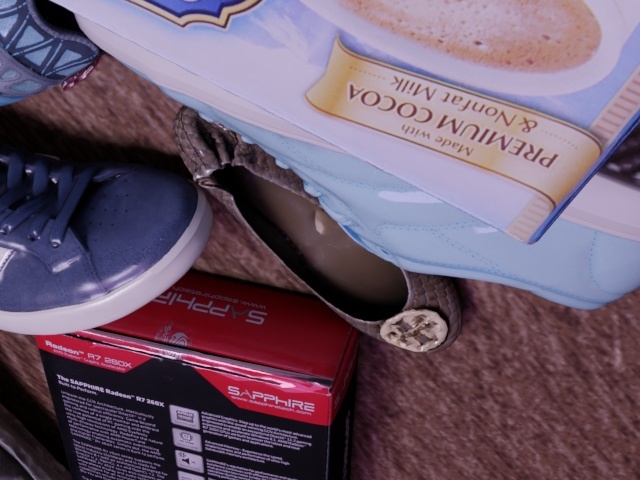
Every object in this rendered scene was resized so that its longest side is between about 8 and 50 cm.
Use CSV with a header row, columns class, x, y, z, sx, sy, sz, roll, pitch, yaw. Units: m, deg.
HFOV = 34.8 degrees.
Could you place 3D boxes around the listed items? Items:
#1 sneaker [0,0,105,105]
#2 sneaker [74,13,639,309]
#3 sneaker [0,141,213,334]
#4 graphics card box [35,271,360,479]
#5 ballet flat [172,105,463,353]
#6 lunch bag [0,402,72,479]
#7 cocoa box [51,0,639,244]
class,x,y,z,sx,sy,sz,roll,pitch,yaw
sneaker,-0.191,-0.198,0.560,0.125,0.104,0.262,-10,133,7
sneaker,0.026,-0.048,0.568,0.366,0.135,0.150,23,132,1
sneaker,-0.246,-0.032,0.686,0.350,0.131,0.148,0,138,22
graphics card box,-0.091,0.184,0.858,0.233,0.094,0.371,11,133,11
ballet flat,0.000,0.000,0.671,0.084,0.058,0.250,-35,112,27
lunch bag,-0.380,0.237,0.938,0.256,0.212,0.305,-27,120,9
cocoa box,-0.003,-0.208,0.360,0.347,0.231,0.228,27,136,-4
